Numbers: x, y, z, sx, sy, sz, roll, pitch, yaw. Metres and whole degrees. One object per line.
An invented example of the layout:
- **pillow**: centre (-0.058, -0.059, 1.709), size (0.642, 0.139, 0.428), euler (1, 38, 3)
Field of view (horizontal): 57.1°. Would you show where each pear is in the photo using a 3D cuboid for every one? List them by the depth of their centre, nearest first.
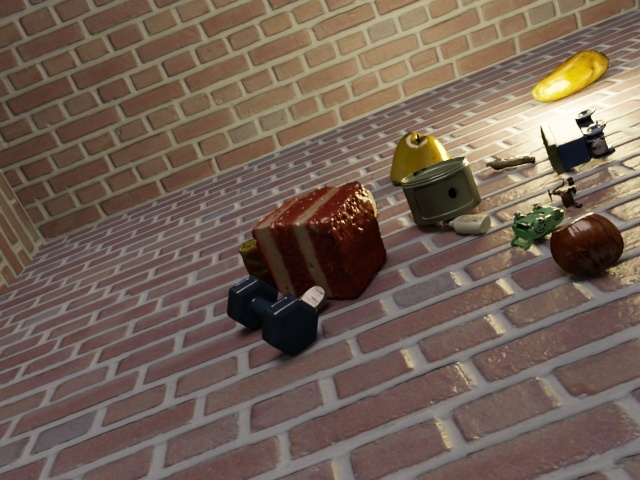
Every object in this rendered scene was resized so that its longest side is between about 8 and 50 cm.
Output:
- **pear**: centre (0.389, -0.352, 2.377), size (0.267, 0.178, 0.267), euler (-18, 18, 6)

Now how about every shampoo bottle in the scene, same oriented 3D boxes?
- **shampoo bottle**: centre (0.436, -0.050, 1.793), size (0.152, 0.045, 0.077), euler (2, 32, 42)

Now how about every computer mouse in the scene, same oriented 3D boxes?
- **computer mouse**: centre (-0.022, 0.176, 1.682), size (0.096, 0.039, 0.066), euler (-45, 58, -7)

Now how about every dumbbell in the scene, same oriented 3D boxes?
- **dumbbell**: centre (-0.136, 0.201, 1.623), size (0.144, 0.156, 0.316), euler (1, 8, -32)

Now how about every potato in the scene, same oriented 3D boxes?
- **potato**: centre (1.103, -0.725, 2.603), size (0.369, 0.176, 0.195), euler (-31, 50, -11)

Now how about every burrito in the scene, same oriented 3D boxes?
- **burrito**: centre (0.681, -0.281, 2.109), size (0.171, 0.042, 0.051), euler (-12, 14, 20)

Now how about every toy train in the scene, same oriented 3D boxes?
- **toy train**: centre (0.588, -0.042, 1.601), size (0.149, 0.081, 0.099), euler (-23, 21, -19)
- **toy train**: centre (0.854, -0.336, 1.975), size (0.202, 0.131, 0.299), euler (-21, 20, 23)

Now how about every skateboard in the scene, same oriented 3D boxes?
- **skateboard**: centre (0.714, -0.137, 1.732), size (0.080, 0.067, 0.151), euler (-23, 14, 24)

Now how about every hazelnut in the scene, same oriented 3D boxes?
- **hazelnut**: centre (0.621, 0.013, 1.377), size (0.154, 0.143, 0.143), euler (-28, 21, 4)

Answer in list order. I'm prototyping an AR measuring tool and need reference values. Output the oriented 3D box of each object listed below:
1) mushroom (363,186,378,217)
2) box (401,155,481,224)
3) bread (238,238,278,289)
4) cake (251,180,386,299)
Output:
- **mushroom**: centre (0.105, -0.104, 2.114), size (0.151, 0.156, 0.285), euler (-27, 7, 21)
- **box**: centre (0.388, -0.161, 1.908), size (0.226, 0.149, 0.226), euler (-22, 11, 5)
- **bread**: centre (-0.179, 0.077, 1.906), size (0.132, 0.172, 0.103), euler (-14, 26, 17)
- **cake**: centre (0.000, 0.000, 1.784), size (0.319, 0.269, 0.270), euler (-3, 29, 37)
